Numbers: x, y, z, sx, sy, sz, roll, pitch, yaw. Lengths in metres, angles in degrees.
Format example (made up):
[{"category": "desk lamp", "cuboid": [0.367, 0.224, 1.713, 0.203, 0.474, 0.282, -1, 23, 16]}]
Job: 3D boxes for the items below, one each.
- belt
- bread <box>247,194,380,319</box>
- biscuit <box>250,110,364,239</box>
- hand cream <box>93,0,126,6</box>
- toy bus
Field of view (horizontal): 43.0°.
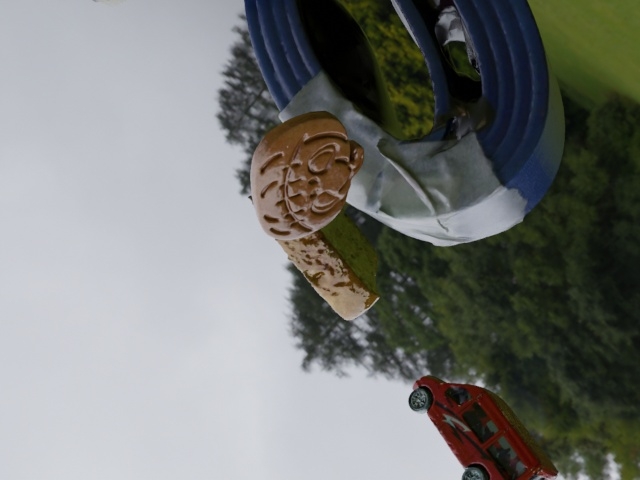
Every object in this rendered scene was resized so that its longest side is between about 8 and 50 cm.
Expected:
[{"category": "belt", "cuboid": [0.062, -0.165, 0.674, 0.347, 0.212, 0.117, 65, -165, 19]}, {"category": "bread", "cuboid": [0.000, 0.000, 0.922, 0.187, 0.065, 0.103, 51, -156, -13]}, {"category": "biscuit", "cuboid": [-0.006, -0.039, 0.504, 0.015, 0.078, 0.091, 52, 160, 39]}, {"category": "hand cream", "cuboid": [-0.137, -0.242, 0.670, 0.037, 0.165, 0.057, 1, -110, -55]}, {"category": "toy bus", "cuboid": [0.190, 0.230, 0.978, 0.081, 0.089, 0.195, 33, -164, -46]}]
